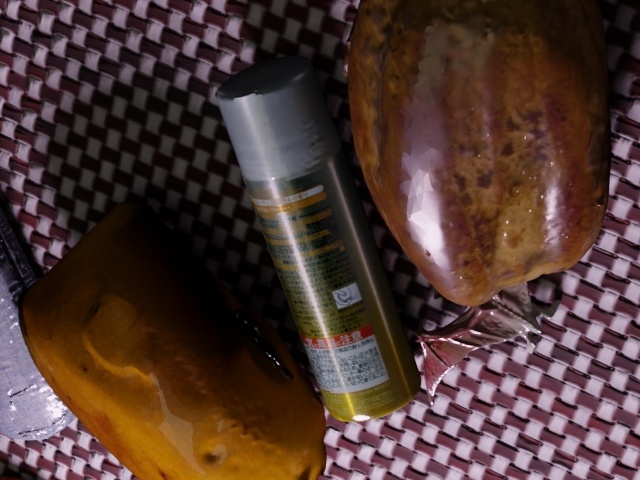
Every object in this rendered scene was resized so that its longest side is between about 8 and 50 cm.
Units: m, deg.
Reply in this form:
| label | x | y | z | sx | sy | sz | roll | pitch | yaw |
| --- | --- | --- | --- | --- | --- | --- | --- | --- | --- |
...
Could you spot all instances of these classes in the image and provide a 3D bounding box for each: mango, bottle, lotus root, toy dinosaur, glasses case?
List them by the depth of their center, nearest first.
| label | x | y | z | sx | sy | sz | roll | pitch | yaw |
| --- | --- | --- | --- | --- | --- | --- | --- | --- | --- |
| lotus root | 0.107 | -0.104 | 1.254 | 0.193 | 0.193 | 0.291 | 9 | 135 | 20 |
| toy dinosaur | 0.129 | 0.040 | 1.406 | 0.108 | 0.032 | 0.220 | 29 | 113 | 13 |
| bottle | 0.000 | 0.000 | 1.412 | 0.082 | 0.082 | 0.286 | -8 | 113 | 28 |
| mango | -0.117 | 0.113 | 1.484 | 0.287 | 0.152 | 0.201 | 43 | 158 | 12 |
| glasses case | -0.297 | 0.050 | 1.584 | 0.109 | 0.067 | 0.282 | -12 | 112 | 32 |

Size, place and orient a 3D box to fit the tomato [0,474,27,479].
| label | x | y | z | sx | sy | sz | roll | pitch | yaw |
| --- | --- | --- | --- | --- | --- | --- | --- | --- | --- |
| tomato | -0.289 | 0.302 | 1.713 | 0.155 | 0.069 | 0.156 | 10 | 119 | 20 |
